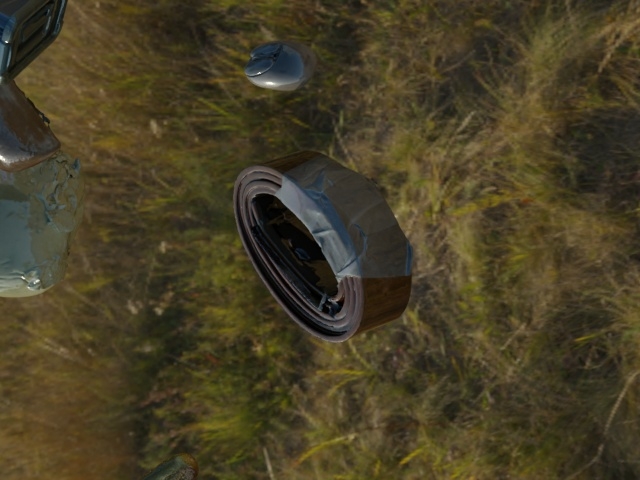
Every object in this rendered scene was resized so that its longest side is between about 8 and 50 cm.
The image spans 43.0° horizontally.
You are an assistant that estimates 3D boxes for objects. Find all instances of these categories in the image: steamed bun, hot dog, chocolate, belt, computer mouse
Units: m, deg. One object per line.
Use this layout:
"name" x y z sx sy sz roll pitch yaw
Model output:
"steamed bun" -0.636 -0.069 1.629 0.233 0.312 0.333 117 155 -49
"hot dog" -0.298 0.428 1.376 0.216 0.066 0.047 -41 27 8
"chocolate" -0.576 -0.218 1.390 0.161 0.083 0.261 -18 118 35
"belt" 0.000 0.000 1.027 0.261 0.105 0.184 49 135 26
"computer mouse" -0.051 -0.221 1.012 0.096 0.039 0.066 13 69 20

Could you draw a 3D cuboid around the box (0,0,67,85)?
"box" -0.253 -0.185 0.665 0.054 0.099 0.074 31 136 -7
